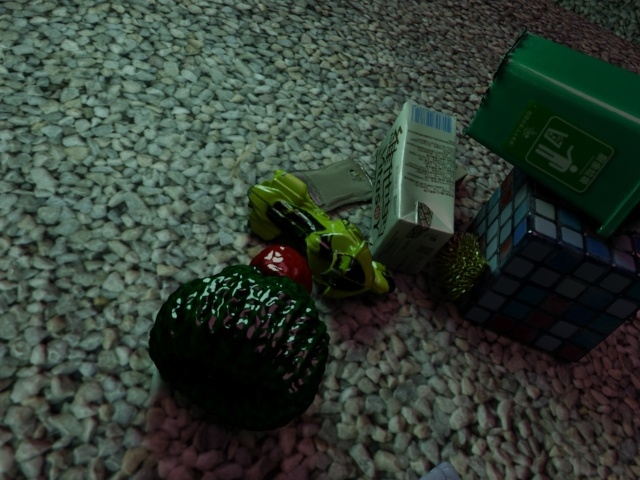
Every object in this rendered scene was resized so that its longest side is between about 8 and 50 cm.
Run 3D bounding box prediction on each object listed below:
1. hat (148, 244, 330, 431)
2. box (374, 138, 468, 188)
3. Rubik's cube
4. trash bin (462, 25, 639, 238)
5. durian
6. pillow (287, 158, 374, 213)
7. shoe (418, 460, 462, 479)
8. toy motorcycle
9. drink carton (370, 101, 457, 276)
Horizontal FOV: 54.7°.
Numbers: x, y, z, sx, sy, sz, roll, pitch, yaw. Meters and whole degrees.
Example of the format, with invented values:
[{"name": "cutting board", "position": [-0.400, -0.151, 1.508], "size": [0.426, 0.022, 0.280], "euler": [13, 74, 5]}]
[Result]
[{"name": "hat", "position": [-0.094, 0.117, 1.009], "size": [0.274, 0.242, 0.332], "euler": [27, 42, 4]}, {"name": "box", "position": [0.255, -0.194, 1.564], "size": [0.201, 0.058, 0.141], "euler": [43, 47, 16]}, {"name": "Rubik's cube", "position": [0.492, 0.032, 1.310], "size": [0.287, 0.292, 0.293], "euler": [23, 47, -4]}, {"name": "trash bin", "position": [0.500, -0.224, 1.169], "size": [0.381, 0.259, 0.295], "euler": [32, 45, 10]}, {"name": "durian", "position": [0.281, 0.040, 1.287], "size": [0.095, 0.137, 0.220], "euler": [38, 19, 2]}, {"name": "pillow", "position": [0.029, -0.126, 1.415], "size": [0.233, 0.038, 0.130], "euler": [-18, 63, -37]}, {"name": "shoe", "position": [0.238, 0.457, 0.960], "size": [0.245, 0.095, 0.138], "euler": [37, 48, 18]}, {"name": "toy motorcycle", "position": [-0.001, 0.002, 1.221], "size": [0.342, 0.142, 0.206], "euler": [40, 5, 11]}, {"name": "drink carton", "position": [0.195, -0.115, 1.335], "size": [0.132, 0.194, 0.324], "euler": [14, 58, -9]}]
